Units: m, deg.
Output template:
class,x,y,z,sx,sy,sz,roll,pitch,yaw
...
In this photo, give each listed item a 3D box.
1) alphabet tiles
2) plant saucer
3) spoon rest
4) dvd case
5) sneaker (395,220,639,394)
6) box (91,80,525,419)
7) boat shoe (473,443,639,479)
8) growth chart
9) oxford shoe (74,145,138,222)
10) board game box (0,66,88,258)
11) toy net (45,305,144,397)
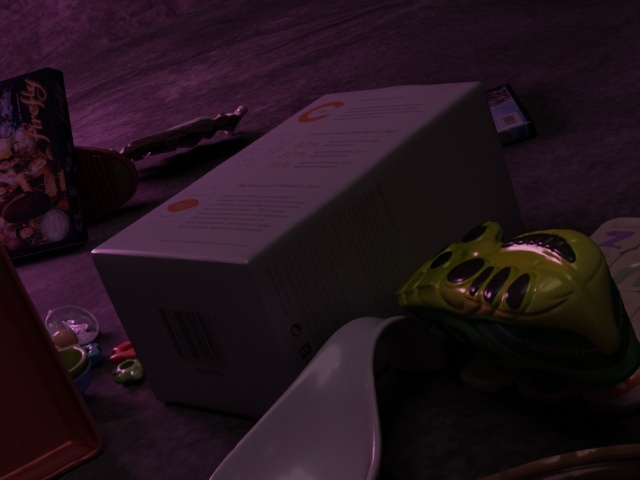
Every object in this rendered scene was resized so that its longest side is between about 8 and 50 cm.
class,x,y,z,sx,sy,sz,roll,pitch,yaw
alphabet tiles,0.250,0.047,0.938,0.284,0.021,0.278,4,32,44
plant saucer,-0.364,0.134,1.004,0.258,0.259,0.048,-27,-6,-17
spoon rest,0.009,0.137,0.849,0.137,0.084,0.276,-5,26,33
dvd case,0.138,-0.132,1.451,0.253,0.022,0.180,-18,21,7
sneaker,0.142,0.058,0.854,0.109,0.123,0.295,-35,9,-7
box,0.000,0.000,1.064,0.215,0.168,0.345,3,32,44
boat shoe,0.116,0.179,0.693,0.207,0.073,0.073,-18,59,14
growth chart,-0.229,-0.151,1.731,0.237,0.021,0.172,-19,-3,-9
oxford shoe,-0.412,-0.084,1.684,0.348,0.123,0.130,-7,14,20
board game box,-0.422,-0.103,1.582,0.165,0.243,0.042,-13,-7,19
toy net,-0.255,0.106,1.196,0.122,0.045,0.232,-24,22,-10
